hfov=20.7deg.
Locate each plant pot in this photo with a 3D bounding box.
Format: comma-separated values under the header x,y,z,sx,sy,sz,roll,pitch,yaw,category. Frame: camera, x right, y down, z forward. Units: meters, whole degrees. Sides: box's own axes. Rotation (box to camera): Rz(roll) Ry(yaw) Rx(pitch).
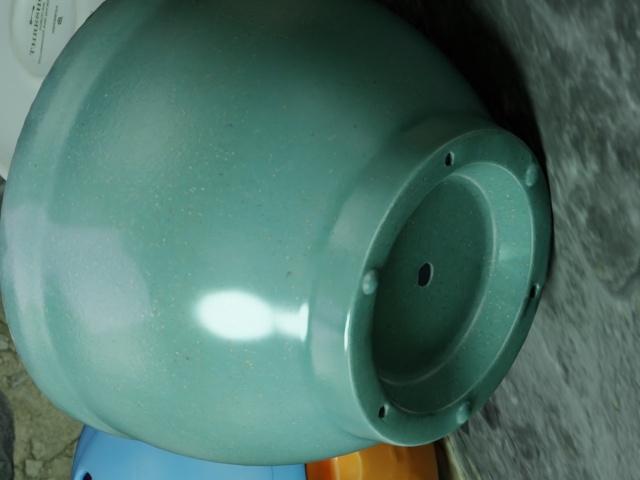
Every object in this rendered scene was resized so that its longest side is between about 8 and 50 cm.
x,y,z,sx,sy,sz,roll,pitch,yaw,category
0.000,0.000,0.959,0.196,0.293,0.293,20,136,38,plant pot

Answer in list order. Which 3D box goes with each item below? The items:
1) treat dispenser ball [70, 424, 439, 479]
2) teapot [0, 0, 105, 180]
x,y,z,sx,sy,sz,roll,pitch,yaw,category
-0.050,0.196,1.363,0.288,0.288,0.288,159,90,-77,treat dispenser ball
-0.100,-0.138,1.120,0.256,0.187,0.252,-46,59,38,teapot
